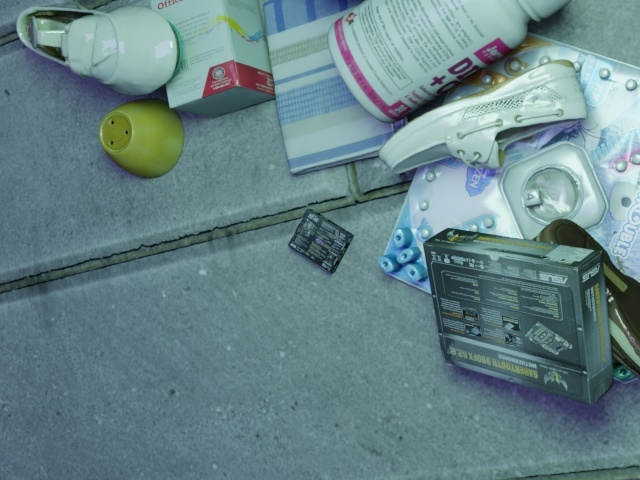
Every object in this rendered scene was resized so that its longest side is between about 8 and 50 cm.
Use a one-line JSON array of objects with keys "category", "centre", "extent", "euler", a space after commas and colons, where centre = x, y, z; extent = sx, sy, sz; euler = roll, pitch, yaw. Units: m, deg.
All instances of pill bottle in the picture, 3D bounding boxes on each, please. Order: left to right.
[{"category": "pill bottle", "centre": [0.164, -0.286, 1.135], "extent": [0.283, 0.160, 0.160], "euler": [-30, 78, 27]}]

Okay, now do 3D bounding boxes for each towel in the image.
[{"category": "towel", "centre": [0.022, -0.253, 1.324], "extent": [0.209, 0.034, 0.285], "euler": [-13, 83, 26]}]

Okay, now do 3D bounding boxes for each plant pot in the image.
[{"category": "plant pot", "centre": [-0.304, -0.171, 1.438], "extent": [0.134, 0.095, 0.134], "euler": [0, 90, 24]}]

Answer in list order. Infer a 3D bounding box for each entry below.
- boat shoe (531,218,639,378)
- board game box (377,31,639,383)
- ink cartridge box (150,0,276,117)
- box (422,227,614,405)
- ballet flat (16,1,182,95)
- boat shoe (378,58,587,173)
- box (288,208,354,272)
[{"category": "boat shoe", "centre": [0.355, 0.091, 1.098], "extent": [0.257, 0.095, 0.095], "euler": [53, 143, 13]}, {"category": "board game box", "centre": [0.309, -0.061, 1.182], "extent": [0.390, 0.050, 0.390], "euler": [25, 100, 23]}, {"category": "ink cartridge box", "centre": [-0.163, -0.295, 1.355], "extent": [0.128, 0.127, 0.176], "euler": [-13, 85, 25]}, {"category": "box", "centre": [0.244, 0.089, 1.102], "extent": [0.231, 0.056, 0.183], "euler": [10, 120, 47]}, {"category": "ballet flat", "centre": [-0.363, -0.304, 1.370], "extent": [0.400, 0.139, 0.139], "euler": [25, 101, 47]}, {"category": "boat shoe", "centre": [0.209, -0.136, 1.146], "extent": [0.277, 0.098, 0.096], "euler": [-23, 80, 22]}, {"category": "box", "centre": [0.000, 0.000, 1.340], "extent": [0.083, 0.018, 0.067], "euler": [32, 102, 21]}]
